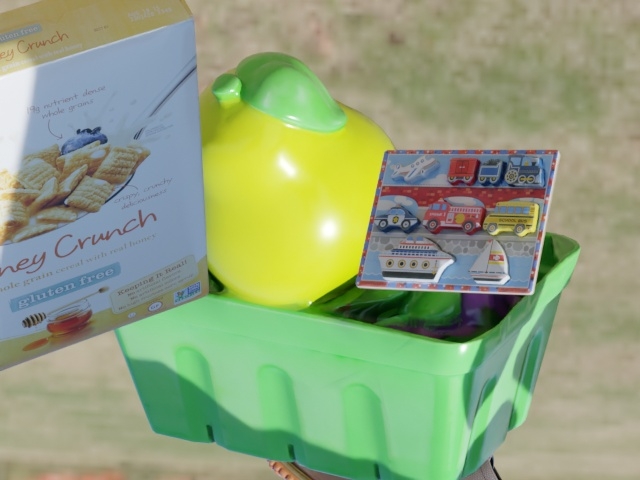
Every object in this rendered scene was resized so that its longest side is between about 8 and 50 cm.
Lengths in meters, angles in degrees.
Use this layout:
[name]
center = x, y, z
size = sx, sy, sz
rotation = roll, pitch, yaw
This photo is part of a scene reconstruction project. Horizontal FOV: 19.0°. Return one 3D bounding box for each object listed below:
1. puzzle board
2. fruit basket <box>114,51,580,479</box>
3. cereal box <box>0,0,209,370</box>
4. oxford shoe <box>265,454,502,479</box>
[puzzle board]
center = 0.086, -0.014, 1.219
size = 0.128, 0.096, 0.011
rotation = 1, 159, 33
[fruit basket]
center = 0.000, 0.000, 1.563
size = 0.392, 0.392, 0.283
rotation = -2, -162, 32
[cereal box]
center = -0.147, -0.025, 1.001
size = 0.173, 0.047, 0.240
rotation = -20, 147, -14
[oxford shoe]
center = 0.103, 0.248, 1.875
size = 0.364, 0.132, 0.130
rotation = 27, 176, 13
